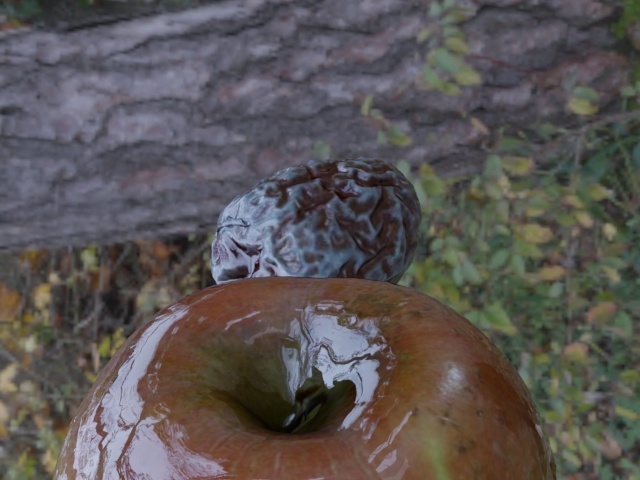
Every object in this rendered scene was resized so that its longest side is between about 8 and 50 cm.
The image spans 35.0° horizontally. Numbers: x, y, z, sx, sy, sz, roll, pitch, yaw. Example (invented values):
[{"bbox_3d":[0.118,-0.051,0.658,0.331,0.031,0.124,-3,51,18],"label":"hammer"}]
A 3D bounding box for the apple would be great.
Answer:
[{"bbox_3d":[-0.006,0.201,0.666,0.338,0.339,0.304,-111,11,-59],"label":"apple"}]

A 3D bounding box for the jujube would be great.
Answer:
[{"bbox_3d":[0.000,0.000,1.378,0.226,0.317,0.225,13,109,41],"label":"jujube"}]
